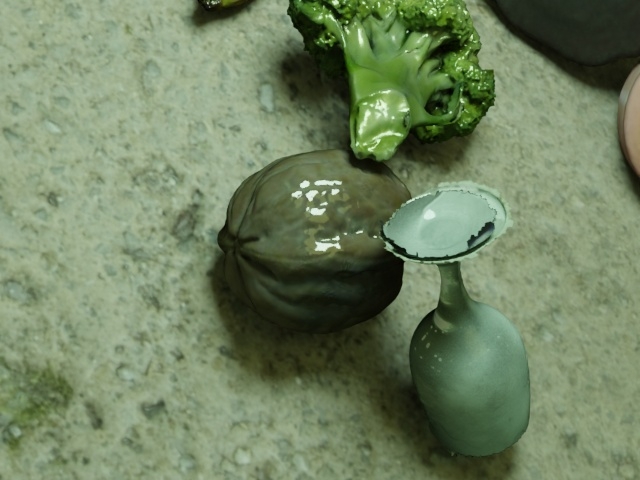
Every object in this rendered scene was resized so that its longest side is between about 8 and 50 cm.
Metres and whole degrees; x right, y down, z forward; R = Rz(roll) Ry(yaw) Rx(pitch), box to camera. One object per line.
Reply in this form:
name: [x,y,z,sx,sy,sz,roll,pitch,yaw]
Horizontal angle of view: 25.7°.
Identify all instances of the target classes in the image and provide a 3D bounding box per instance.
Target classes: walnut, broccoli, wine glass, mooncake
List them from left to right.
walnut: [0.000,0.000,1.578,0.224,0.224,0.224,7,68,-17]
broccoli: [0.085,-0.231,1.645,0.186,0.302,0.254,-42,79,14]
wine glass: [0.156,0.094,1.536,0.143,0.321,0.143,-7,37,6]
mooncake: [0.347,-0.385,1.798,0.306,0.306,0.154,39,53,-2]

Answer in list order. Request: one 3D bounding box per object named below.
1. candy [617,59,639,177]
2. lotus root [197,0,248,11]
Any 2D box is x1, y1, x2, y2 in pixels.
candy: [0.513,-0.161,1.806,0.255,0.094,0.255,1,103,4]
lotus root: [-0.099,-0.351,1.737,0.108,0.094,0.191,32,73,-1]
